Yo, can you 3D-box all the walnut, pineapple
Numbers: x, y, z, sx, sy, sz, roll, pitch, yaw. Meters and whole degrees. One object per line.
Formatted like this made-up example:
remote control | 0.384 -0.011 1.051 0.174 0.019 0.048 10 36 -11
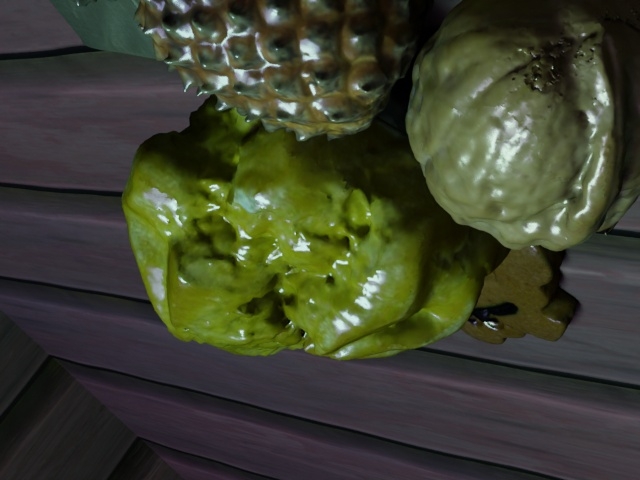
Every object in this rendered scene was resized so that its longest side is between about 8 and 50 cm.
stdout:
walnut | 0.156 -0.093 1.256 0.198 0.198 0.245 34 155 5
pineapple | -0.104 -0.200 1.282 0.361 0.175 0.175 27 162 -10

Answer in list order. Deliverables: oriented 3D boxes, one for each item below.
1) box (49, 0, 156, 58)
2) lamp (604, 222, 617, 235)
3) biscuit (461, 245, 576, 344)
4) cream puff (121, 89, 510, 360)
box | -0.168 -0.278 1.440 0.149 0.155 0.231 17 154 48
lamp | 0.206 -0.063 1.465 0.121 0.054 0.041 52 156 -19
biscuit | 0.112 0.006 1.770 0.301 0.043 0.278 33 160 10
cream puff | 0.007 0.003 1.502 0.274 0.270 0.323 38 -163 26
